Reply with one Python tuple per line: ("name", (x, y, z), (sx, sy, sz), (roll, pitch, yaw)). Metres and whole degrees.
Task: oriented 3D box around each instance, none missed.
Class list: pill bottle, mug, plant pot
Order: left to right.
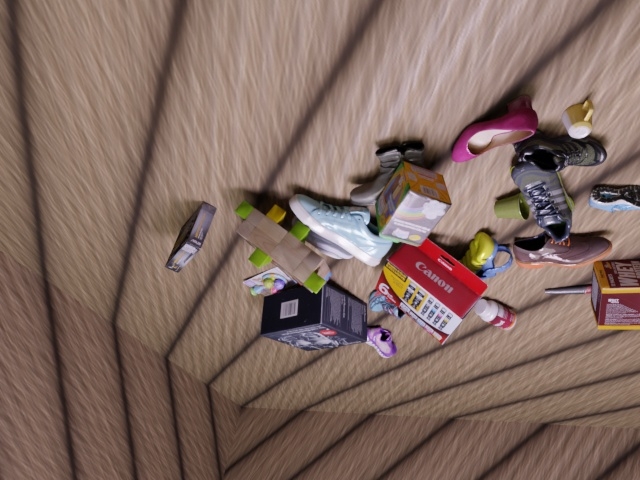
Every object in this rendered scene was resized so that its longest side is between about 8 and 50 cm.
("pill bottle", (0.684, 0.287, 1.764), (0.152, 0.086, 0.086), (25, 143, -17))
("plant pot", (0.547, -0.094, 1.295), (0.079, 0.083, 0.083), (-7, 142, 45))
("mug", (0.593, -0.275, 1.034), (0.062, 0.064, 0.078), (-10, 139, 29))

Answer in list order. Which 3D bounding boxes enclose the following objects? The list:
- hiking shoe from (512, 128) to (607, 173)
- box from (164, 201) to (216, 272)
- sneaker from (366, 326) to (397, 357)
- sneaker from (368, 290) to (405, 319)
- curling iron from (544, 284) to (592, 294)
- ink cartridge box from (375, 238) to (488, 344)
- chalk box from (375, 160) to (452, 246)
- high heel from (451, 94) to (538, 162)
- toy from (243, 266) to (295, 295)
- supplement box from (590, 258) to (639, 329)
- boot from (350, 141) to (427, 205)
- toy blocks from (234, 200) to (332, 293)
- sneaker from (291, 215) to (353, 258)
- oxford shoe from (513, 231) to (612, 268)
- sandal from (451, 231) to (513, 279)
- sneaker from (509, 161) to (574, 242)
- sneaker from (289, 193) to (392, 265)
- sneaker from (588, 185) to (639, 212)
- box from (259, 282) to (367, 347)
("hiking shoe", (0.582, -0.199, 1.097), (0.226, 0.114, 0.086), (10, 145, 3))
("box", (-0.466, -0.009, 1.610), (0.056, 0.183, 0.231), (28, 142, -24))
("sneaker", (0.305, 0.480, 2.144), (0.104, 0.095, 0.236), (-26, 129, 31))
("sneaker", (0.292, 0.255, 1.801), (0.104, 0.125, 0.261), (37, 138, -30))
("curling iron", (0.943, 0.181, 1.585), (0.273, 0.035, 0.068), (-5, 141, 22))
("ink cartridge box", (0.363, 0.157, 1.521), (0.309, 0.130, 0.272), (39, 150, 20))
("chalk box", (0.235, -0.082, 1.226), (0.132, 0.132, 0.213), (16, 133, -16))
("high heel", (0.414, -0.237, 1.091), (0.082, 0.117, 0.244), (31, 141, -25))
("toy", (-0.212, 0.194, 1.925), (0.237, 0.056, 0.137), (-22, 134, 38))
("supplement box", (0.993, 0.174, 1.446), (0.191, 0.129, 0.194), (-5, 128, 22))
("boot", (0.181, -0.195, 1.266), (0.246, 0.083, 0.161), (-12, 134, 19))
("toy blocks", (-0.107, 0.051, 1.498), (0.381, 0.191, 0.261), (36, 171, 19))
("sneaker", (0.000, 0.000, 1.564), (0.258, 0.094, 0.091), (32, 149, -20))
("oxford shoe", (0.735, 0.023, 1.381), (0.271, 0.097, 0.098), (-12, 132, 30))
("sandal", (0.536, 0.102, 1.527), (0.138, 0.126, 0.317), (12, 146, -7))
("sneaker", (0.608, -0.108, 1.209), (0.111, 0.121, 0.300), (-25, 131, 40))
("sneaker", (0.079, -0.070, 1.447), (0.365, 0.135, 0.150), (31, 111, -18))
("sneaker", (0.813, -0.109, 1.219), (0.162, 0.063, 0.073), (8, 162, 13))
("box", (-0.024, 0.335, 1.915), (0.343, 0.179, 0.312), (-19, 147, 36))
